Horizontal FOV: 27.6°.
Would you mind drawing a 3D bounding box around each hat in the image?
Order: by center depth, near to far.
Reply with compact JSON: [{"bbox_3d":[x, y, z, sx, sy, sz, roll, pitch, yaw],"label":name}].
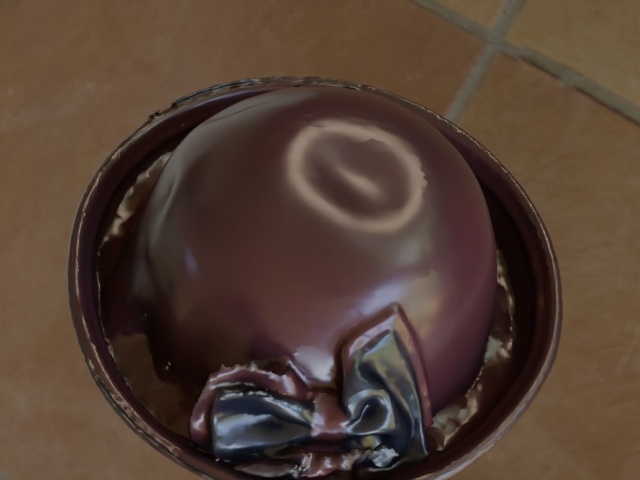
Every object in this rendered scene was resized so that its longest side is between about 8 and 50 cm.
[{"bbox_3d":[0.000,0.000,0.497,0.205,0.205,0.089,41,145,23],"label":"hat"}]
